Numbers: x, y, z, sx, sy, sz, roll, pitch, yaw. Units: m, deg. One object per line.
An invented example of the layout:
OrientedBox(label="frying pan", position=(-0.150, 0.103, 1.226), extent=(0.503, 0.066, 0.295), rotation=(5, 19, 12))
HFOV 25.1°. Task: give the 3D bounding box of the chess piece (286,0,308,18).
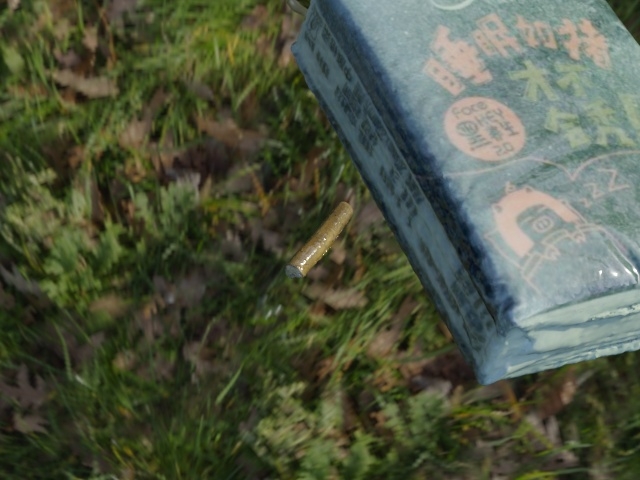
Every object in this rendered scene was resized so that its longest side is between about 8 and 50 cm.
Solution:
OrientedBox(label="chess piece", position=(0.042, -0.265, 1.870), extent=(0.143, 0.143, 0.260), rotation=(-21, 93, -9))

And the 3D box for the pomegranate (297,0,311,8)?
OrientedBox(label="pomegranate", position=(0.045, -0.320, 1.395), extent=(0.254, 0.254, 0.270), rotation=(-3, 76, -6))

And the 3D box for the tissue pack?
OrientedBox(label="tissue pack", position=(0.145, -0.068, 0.989), extent=(0.228, 0.103, 0.315), rotation=(-10, 55, -26))

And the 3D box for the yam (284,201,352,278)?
OrientedBox(label="yam", position=(0.000, 0.000, 1.838), extent=(0.032, 0.032, 0.145), rotation=(37, 47, 2))
